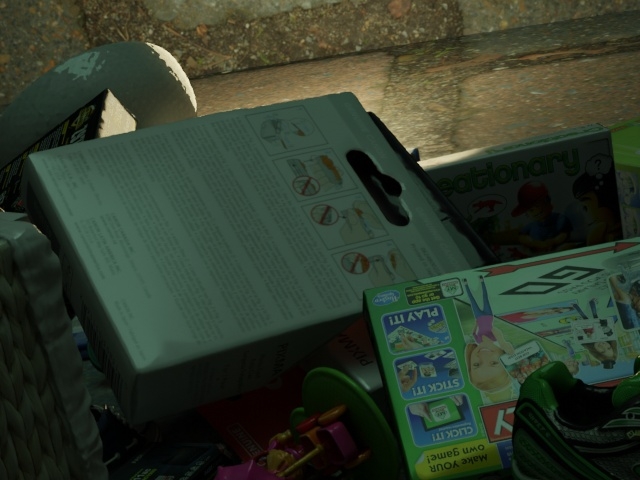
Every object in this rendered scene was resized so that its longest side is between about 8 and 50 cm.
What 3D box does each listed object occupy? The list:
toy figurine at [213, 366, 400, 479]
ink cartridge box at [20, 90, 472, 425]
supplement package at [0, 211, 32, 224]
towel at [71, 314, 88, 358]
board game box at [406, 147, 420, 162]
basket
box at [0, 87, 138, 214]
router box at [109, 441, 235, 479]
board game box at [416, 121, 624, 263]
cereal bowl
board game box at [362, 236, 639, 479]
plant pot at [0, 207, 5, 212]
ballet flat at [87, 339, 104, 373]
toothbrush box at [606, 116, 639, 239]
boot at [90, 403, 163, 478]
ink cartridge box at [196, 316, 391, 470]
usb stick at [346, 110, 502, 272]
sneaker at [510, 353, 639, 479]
[{"bbox_3d":[-0.039,0.211,1.587,0.159,0.130,0.173,-31,3,-29],"label":"toy figurine"},{"bbox_3d":[-0.077,0.003,1.816,0.385,0.091,0.308,-13,52,-25],"label":"ink cartridge box"},{"bbox_3d":[-0.373,0.101,1.881,0.139,0.244,0.134,6,22,41],"label":"supplement package"},{"bbox_3d":[-0.217,0.081,2.238,0.209,0.034,0.285,-8,16,9],"label":"towel"},{"bbox_3d":[0.000,0.000,2.190,0.232,0.141,0.291,-6,17,14],"label":"board game box"},{"bbox_3d":[-0.396,0.168,1.523,0.328,0.331,0.266,3,22,38],"label":"basket"},{"bbox_3d":[-0.377,-0.047,2.387,0.257,0.079,0.322,-33,25,16],"label":"box"},{"bbox_3d":[-0.148,0.233,1.669,0.092,0.038,0.122,-3,18,26],"label":"router box"},{"bbox_3d":[0.196,-0.009,2.013,0.305,0.193,0.053,-13,16,-10],"label":"board game box"},{"bbox_3d":[-0.324,-0.136,2.658,0.339,0.339,0.141,-20,62,-32],"label":"cereal bowl"},{"bbox_3d":[0.216,0.114,1.628,0.317,0.046,0.213,-11,55,-4],"label":"board game box"},{"bbox_3d":[-0.500,0.074,2.111,0.263,0.263,0.229,-21,3,-34],"label":"plant pot"},{"bbox_3d":[-0.130,0.093,2.034,0.280,0.095,0.096,-20,-8,9],"label":"ballet flat"},{"bbox_3d":[0.452,-0.071,2.198,0.206,0.122,0.283,-19,18,-29],"label":"toothbrush box"},{"bbox_3d":[-0.207,0.194,1.752,0.069,0.086,0.190,-7,16,10],"label":"boot"},{"bbox_3d":[-0.034,0.092,1.828,0.261,0.066,0.296,-20,45,-31],"label":"ink cartridge box"},{"bbox_3d":[0.095,-0.038,1.888,0.077,0.045,0.278,-30,55,-11],"label":"usb stick"},{"bbox_3d":[0.305,0.171,1.419,0.343,0.146,0.134,1,19,30],"label":"sneaker"}]
